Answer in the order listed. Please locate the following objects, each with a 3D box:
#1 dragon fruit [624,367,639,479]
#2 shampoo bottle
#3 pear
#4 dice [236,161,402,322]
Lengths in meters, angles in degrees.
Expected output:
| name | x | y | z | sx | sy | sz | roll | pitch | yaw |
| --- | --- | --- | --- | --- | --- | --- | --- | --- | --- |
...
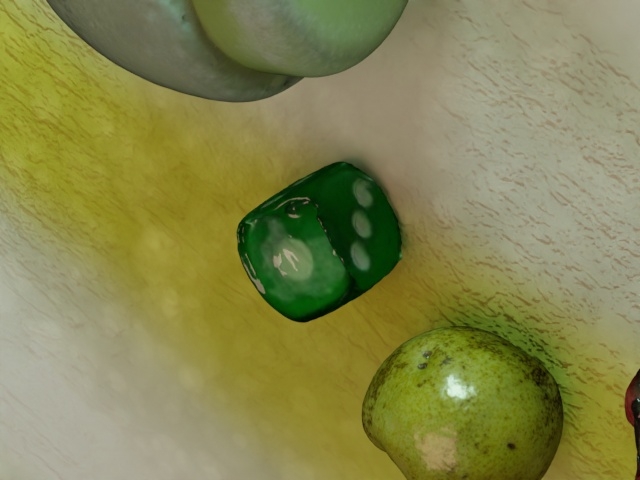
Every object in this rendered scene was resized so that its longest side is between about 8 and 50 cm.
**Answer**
| name | x | y | z | sx | sy | sz | roll | pitch | yaw |
| --- | --- | --- | --- | --- | --- | --- | --- | --- | --- |
| dragon fruit | 0.381 | 0.200 | 1.221 | 0.234 | 0.293 | 0.233 | 2 | 152 | 1 |
| shampoo bottle | -0.092 | -0.287 | 1.245 | 0.317 | 0.322 | 0.322 | 10 | 118 | 37 |
| pear | 0.150 | 0.178 | 1.417 | 0.197 | 0.197 | 0.197 | 15 | 121 | 27 |
| dice | 0.000 | 0.000 | 1.461 | 0.131 | 0.120 | 0.128 | -26 | 99 | 42 |
